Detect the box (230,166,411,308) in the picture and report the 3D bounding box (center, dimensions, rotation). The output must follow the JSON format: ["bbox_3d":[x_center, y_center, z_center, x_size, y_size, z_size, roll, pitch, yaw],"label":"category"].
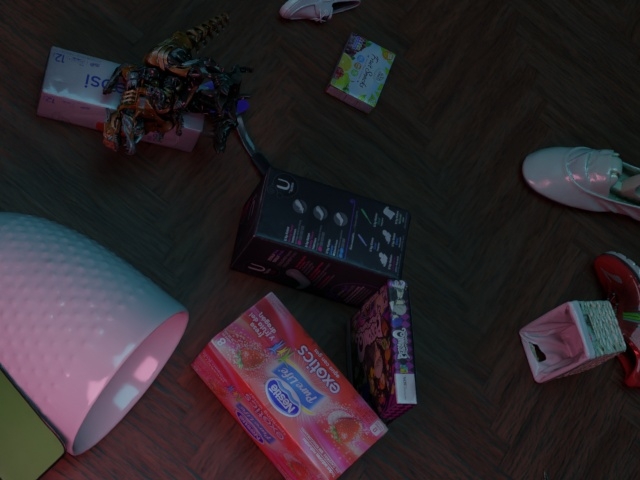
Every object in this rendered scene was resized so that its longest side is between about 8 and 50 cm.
[{"bbox_3d":[0.000,0.000,1.975,0.270,0.165,0.143,17,63,-14],"label":"box"}]

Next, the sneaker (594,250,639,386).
[{"bbox_3d":[0.584,0.151,2.171,0.118,0.107,0.279,-14,70,-16],"label":"sneaker"}]

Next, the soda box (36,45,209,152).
[{"bbox_3d":[-0.349,-0.246,1.993,0.286,0.091,0.098,13,64,-16],"label":"soda box"}]

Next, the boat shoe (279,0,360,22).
[{"bbox_3d":[0.002,-0.467,2.246,0.184,0.066,0.063,-24,77,-38],"label":"boat shoe"}]

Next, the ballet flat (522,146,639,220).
[{"bbox_3d":[0.609,-0.119,2.279,0.400,0.139,0.139,17,63,-13],"label":"ballet flat"}]

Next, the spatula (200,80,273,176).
[{"bbox_3d":[-0.130,-0.180,2.082,0.084,0.030,0.296,-29,80,-31],"label":"spatula"}]

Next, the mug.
[{"bbox_3d":[-0.440,0.155,1.706,0.328,0.276,0.374,36,90,8],"label":"mug"}]

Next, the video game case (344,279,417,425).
[{"bbox_3d":[0.098,0.202,1.887,0.042,0.232,0.210,4,67,-17],"label":"video game case"}]

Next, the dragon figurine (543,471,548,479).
[{"bbox_3d":[0.271,0.502,1.840,0.085,0.289,0.144,52,23,4],"label":"dragon figurine"}]

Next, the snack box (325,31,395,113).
[{"bbox_3d":[0.079,-0.330,2.224,0.100,0.037,0.141,27,61,-10],"label":"snack box"}]

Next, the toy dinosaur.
[{"bbox_3d":[-0.240,-0.271,1.916,0.218,0.164,0.322,26,83,8],"label":"toy dinosaur"}]

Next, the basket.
[{"bbox_3d":[0.465,0.184,2.075,0.103,0.167,0.113,-6,70,-30],"label":"basket"}]

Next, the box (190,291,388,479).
[{"bbox_3d":[-0.055,0.256,1.852,0.142,0.154,0.300,-38,86,-29],"label":"box"}]

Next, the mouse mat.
[{"bbox_3d":[-0.458,0.266,1.620,0.189,0.152,0.007,49,31,3],"label":"mouse mat"}]
